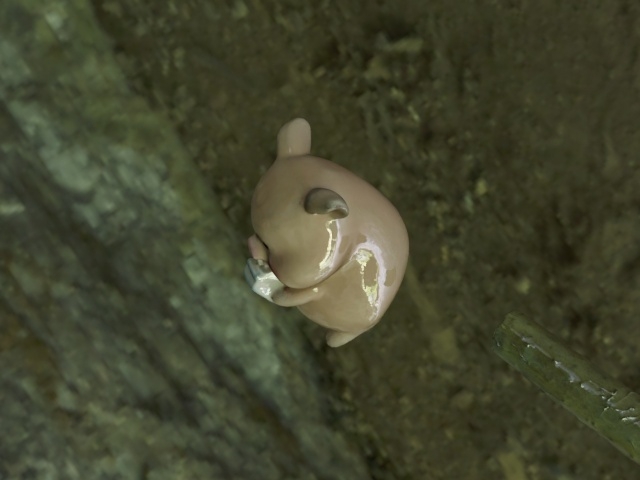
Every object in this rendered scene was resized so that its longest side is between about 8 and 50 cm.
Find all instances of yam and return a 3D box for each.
[{"bbox_3d":[0.382,0.222,1.559,0.371,0.083,0.083,38,163,20],"label":"yam"}]

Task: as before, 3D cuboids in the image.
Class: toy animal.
[{"bbox_3d":[-0.003,-0.001,1.619,0.256,0.213,0.195,34,-160,-44],"label":"toy animal"}]
